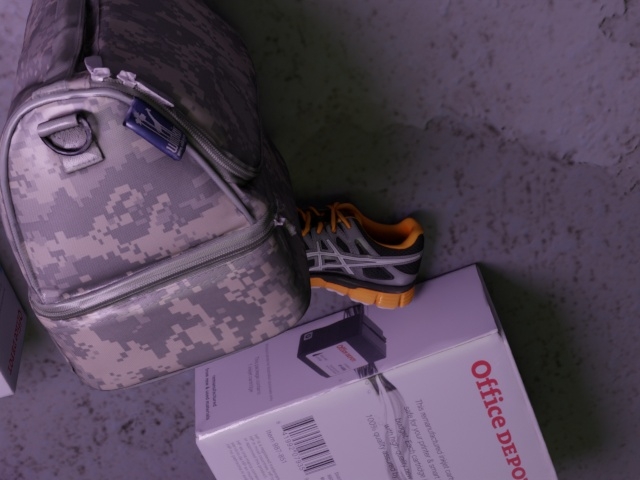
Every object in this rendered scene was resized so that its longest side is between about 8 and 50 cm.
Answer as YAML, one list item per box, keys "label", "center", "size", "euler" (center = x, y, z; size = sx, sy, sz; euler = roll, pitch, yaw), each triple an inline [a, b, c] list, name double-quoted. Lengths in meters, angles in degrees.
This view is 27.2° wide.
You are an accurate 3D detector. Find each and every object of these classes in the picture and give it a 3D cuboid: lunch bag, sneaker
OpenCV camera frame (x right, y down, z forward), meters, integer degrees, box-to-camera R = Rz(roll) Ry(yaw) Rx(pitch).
- label: "lunch bag"
  center: [-0.146, -0.070, 1.041]
  size: [0.212, 0.305, 0.256]
  euler: [-21, 123, 6]
- label: "sneaker"
  center: [0.000, 0.000, 1.235]
  size: [0.215, 0.084, 0.083]
  euler: [11, 118, -23]

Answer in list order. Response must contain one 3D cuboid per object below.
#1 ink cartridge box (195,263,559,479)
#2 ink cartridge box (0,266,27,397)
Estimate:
- label: "ink cartridge box"
  center: [0.056, 0.187, 1.323]
  size: [0.307, 0.129, 0.223]
  euler: [-20, 121, 7]
- label: "ink cartridge box"
  center: [-0.362, 0.058, 1.199]
  size: [0.127, 0.128, 0.176]
  euler: [-17, 121, 5]
